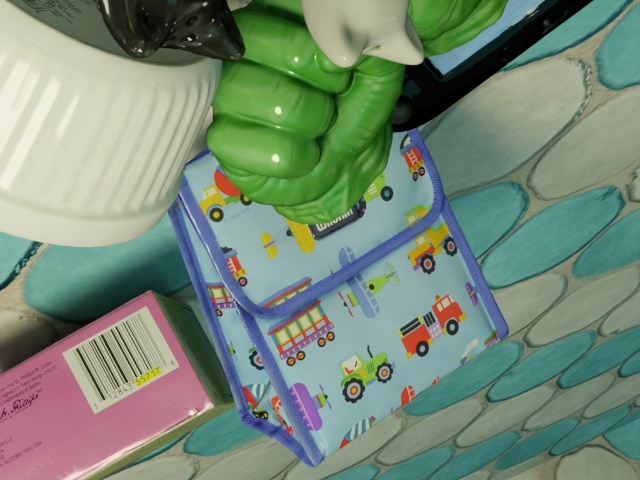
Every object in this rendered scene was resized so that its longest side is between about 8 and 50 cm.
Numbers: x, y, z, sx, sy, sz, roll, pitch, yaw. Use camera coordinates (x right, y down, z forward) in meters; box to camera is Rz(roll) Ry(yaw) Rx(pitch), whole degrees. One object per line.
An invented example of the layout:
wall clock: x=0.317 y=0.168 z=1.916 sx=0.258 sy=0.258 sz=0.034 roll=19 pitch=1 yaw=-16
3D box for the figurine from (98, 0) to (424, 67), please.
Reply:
figurine: x=-0.055 y=-0.170 z=0.635 sx=0.215 sy=0.209 sz=0.092 roll=-5 pitch=147 yaw=-43

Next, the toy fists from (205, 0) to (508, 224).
toy fists: x=0.031 y=-0.142 z=0.776 sx=0.279 sy=0.096 sz=0.142 roll=-53 pitch=140 yaw=-9

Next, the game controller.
game controller: x=0.133 y=-0.211 z=0.910 sx=0.319 sy=0.067 sz=0.166 roll=-37 pitch=142 yaw=14

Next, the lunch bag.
lunch bag: x=0.000 y=0.000 z=1.031 sx=0.221 sy=0.138 sz=0.293 roll=-31 pitch=114 yaw=-22

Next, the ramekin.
ramekin: x=-0.152 y=-0.104 z=0.676 sx=0.207 sy=0.207 sz=0.109 roll=0 pitch=134 yaw=-48

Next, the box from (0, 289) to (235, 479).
box: x=-0.203 y=0.154 z=1.141 sx=0.214 sy=0.117 sz=0.243 roll=-29 pitch=173 yaw=-1
